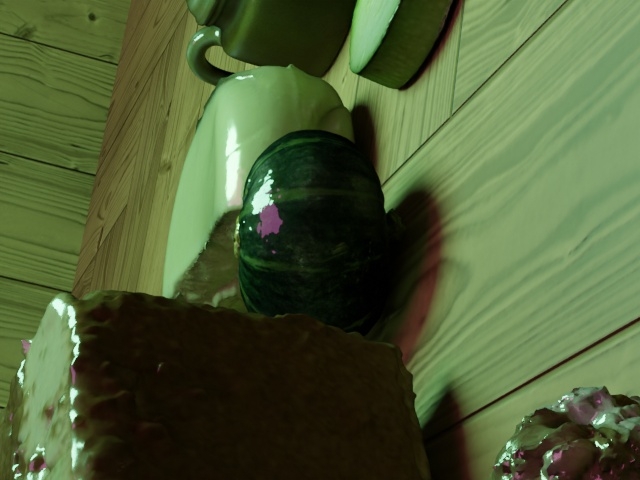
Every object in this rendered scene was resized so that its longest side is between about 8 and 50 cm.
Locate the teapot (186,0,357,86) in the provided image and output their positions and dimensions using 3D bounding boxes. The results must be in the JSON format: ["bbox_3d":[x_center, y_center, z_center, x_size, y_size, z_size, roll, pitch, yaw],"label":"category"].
[{"bbox_3d":[-0.065,-0.256,1.615,0.185,0.175,0.267,-90,20,-50],"label":"teapot"}]

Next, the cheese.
[{"bbox_3d":[-0.054,-0.021,1.449,0.266,0.127,0.233,127,150,-62],"label":"cheese"}]

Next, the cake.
[{"bbox_3d":[-0.077,0.215,1.031,0.255,0.282,0.290,-102,33,-46],"label":"cake"}]

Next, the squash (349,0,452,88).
[{"bbox_3d":[0.077,-0.232,1.339,0.219,0.041,0.219,-162,90,-79],"label":"squash"}]

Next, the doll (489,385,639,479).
[{"bbox_3d":[0.100,0.158,0.729,0.115,0.105,0.221,-100,29,-43],"label":"doll"}]

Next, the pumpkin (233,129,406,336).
[{"bbox_3d":[-0.003,0.001,1.229,0.167,0.125,0.167,15,-90,-85],"label":"pumpkin"}]
